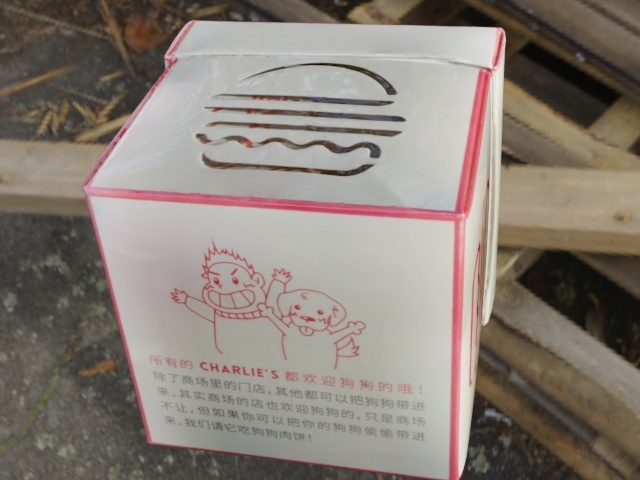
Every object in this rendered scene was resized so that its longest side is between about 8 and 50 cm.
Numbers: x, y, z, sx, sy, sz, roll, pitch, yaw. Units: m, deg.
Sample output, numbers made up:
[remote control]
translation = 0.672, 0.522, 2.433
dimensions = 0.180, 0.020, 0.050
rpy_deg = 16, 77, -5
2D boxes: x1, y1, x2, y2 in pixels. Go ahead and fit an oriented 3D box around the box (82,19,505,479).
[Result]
[box]
translation = 0.000, 0.000, 0.903
dimensions = 0.314, 0.312, 0.300
rpy_deg = 4, 38, 12
